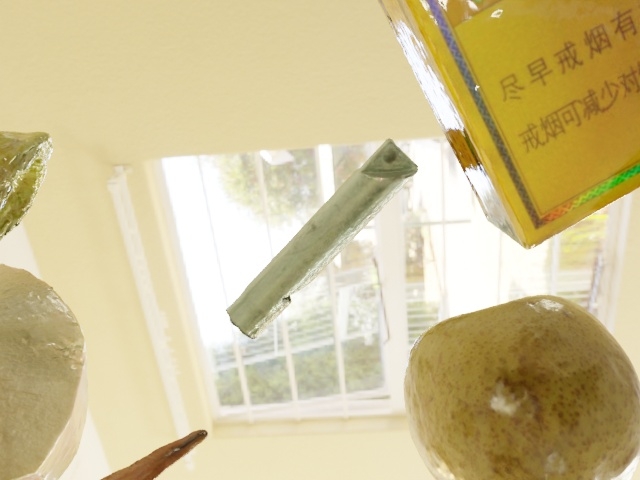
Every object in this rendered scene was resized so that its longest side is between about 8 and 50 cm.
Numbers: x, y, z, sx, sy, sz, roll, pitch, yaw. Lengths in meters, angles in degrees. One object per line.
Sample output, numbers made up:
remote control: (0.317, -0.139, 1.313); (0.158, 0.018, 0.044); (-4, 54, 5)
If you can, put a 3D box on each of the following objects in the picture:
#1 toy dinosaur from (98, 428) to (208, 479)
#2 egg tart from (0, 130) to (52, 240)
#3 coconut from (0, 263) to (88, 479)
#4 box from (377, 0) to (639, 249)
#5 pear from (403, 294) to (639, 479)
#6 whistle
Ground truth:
toy dinosaur: (-0.273, 0.290, 0.532); (0.097, 0.432, 0.208); (104, 151, -45)
egg tart: (-0.430, -0.068, 0.963); (0.197, 0.078, 0.197); (-60, 10, 18)
coconut: (-0.208, 0.085, 0.419); (0.152, 0.147, 0.147); (120, 153, -58)
box: (0.134, -0.172, 0.437); (0.301, 0.193, 0.084); (59, -178, -17)
pear: (0.196, 0.163, 0.680); (0.188, 0.228, 0.211); (109, 144, -54)
whistle: (0.000, 0.000, 0.937); (0.062, 0.312, 0.062); (42, -170, -9)
